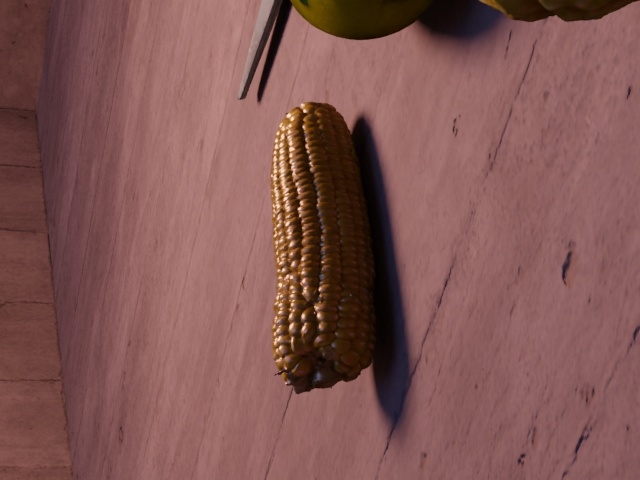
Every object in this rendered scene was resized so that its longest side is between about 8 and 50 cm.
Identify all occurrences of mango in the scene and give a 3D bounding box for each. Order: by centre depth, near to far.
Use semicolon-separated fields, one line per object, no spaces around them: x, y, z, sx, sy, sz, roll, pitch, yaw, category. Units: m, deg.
0.030;-0.261;1.304;0.293;0.143;0.175;-107;26;-70;mango

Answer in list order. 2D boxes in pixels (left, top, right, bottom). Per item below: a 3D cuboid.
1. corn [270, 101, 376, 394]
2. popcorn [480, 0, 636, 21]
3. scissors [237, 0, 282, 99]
0.000;0.000;1.424;0.101;0.101;0.292;119;153;-55;corn
0.151;-0.228;0.874;0.198;0.198;0.212;119;175;-55;popcorn
-0.036;-0.320;1.698;0.447;0.029;0.193;111;154;-44;scissors
